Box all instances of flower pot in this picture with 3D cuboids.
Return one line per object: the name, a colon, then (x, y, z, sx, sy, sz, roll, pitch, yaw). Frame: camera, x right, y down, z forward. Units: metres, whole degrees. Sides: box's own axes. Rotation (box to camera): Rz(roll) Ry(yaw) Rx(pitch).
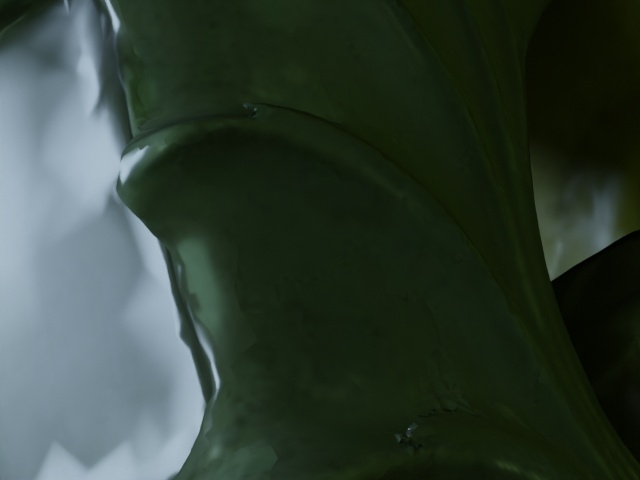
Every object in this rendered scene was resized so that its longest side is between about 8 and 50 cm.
flower pot: (0.000, 0.000, 0.512, 0.164, 0.254, 0.367, -34, 62, 36)
